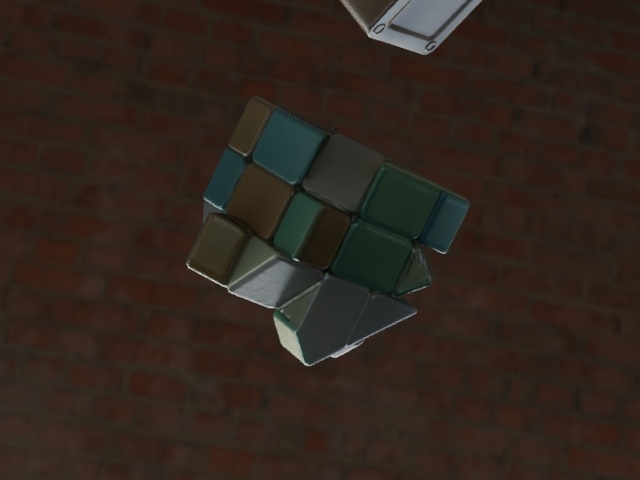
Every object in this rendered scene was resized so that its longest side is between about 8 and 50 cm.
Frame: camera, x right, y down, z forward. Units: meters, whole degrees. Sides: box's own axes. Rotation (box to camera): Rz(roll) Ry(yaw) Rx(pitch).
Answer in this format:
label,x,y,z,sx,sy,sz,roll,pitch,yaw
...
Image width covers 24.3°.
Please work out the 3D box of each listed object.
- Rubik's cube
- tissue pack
label,x,y,z,sx,sy,sz,roll,pitch,yaw
Rubik's cube,0.000,0.000,1.489,0.265,0.213,0.224,21,-173,-39
tissue pack,0.139,-0.365,1.807,0.246,0.136,0.159,-44,153,23
